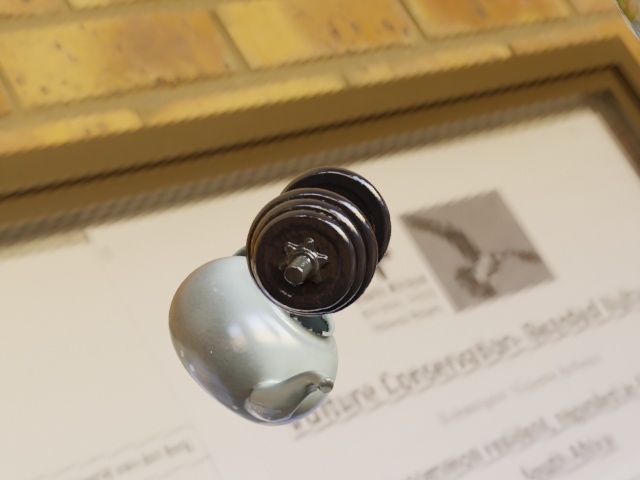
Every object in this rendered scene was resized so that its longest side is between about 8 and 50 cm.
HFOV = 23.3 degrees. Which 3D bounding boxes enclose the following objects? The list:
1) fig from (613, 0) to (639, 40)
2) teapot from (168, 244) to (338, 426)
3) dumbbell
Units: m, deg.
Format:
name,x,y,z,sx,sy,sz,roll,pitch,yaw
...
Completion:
name,x,y,z,sx,sy,sz,roll,pitch,yaw
fig,0.310,-0.260,1.340,0.206,0.275,0.206,-58,-4,-6
teapot,-0.063,0.097,1.618,0.193,0.294,0.129,35,-71,-30
dumbbell,0.000,0.000,1.183,0.099,0.099,0.208,-37,5,17
